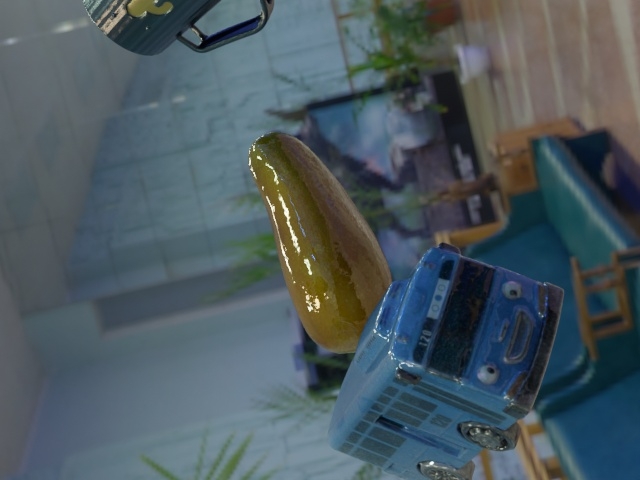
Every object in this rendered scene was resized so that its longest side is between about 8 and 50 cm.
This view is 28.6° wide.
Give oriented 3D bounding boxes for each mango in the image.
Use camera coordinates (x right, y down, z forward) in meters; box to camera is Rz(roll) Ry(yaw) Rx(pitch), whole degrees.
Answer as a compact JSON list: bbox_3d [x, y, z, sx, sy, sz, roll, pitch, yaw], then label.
[{"bbox_3d":[0.000,0.000,1.202,0.227,0.099,0.136,64,-169,3],"label":"mango"}]

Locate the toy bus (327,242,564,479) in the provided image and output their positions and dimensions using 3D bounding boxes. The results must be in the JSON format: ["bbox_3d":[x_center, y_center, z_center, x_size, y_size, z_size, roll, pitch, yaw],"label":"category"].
[{"bbox_3d":[0.091,0.105,0.985,0.234,0.134,0.116,116,177,-62],"label":"toy bus"}]

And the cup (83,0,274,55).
[{"bbox_3d":[-0.138,-0.260,1.262,0.176,0.155,0.131,42,-146,-16],"label":"cup"}]
